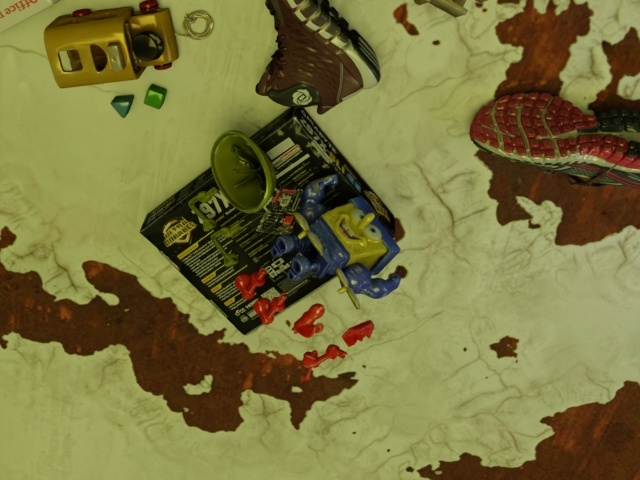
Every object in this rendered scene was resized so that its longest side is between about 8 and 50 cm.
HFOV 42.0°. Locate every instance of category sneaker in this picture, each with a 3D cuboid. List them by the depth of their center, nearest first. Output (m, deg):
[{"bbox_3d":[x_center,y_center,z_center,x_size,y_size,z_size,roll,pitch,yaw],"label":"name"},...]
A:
[{"bbox_3d":[-0.056,-0.282,1.166,0.162,0.106,0.281,-35,113,23],"label":"sneaker"},{"bbox_3d":[0.368,-0.131,1.234,0.299,0.121,0.112,11,150,4],"label":"sneaker"}]

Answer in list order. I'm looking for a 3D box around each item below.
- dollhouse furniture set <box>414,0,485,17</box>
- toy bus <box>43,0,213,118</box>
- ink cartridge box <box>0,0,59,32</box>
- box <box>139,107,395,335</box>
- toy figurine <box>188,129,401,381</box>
[{"bbox_3d":[0.195,-0.427,0.913,0.174,0.355,0.303,25,96,-12],"label":"dollhouse furniture set"},{"bbox_3d":[-0.284,-0.272,1.177,0.191,0.104,0.202,33,116,-16],"label":"toy bus"},{"bbox_3d":[-0.457,-0.385,1.133,0.139,0.082,0.191,-23,114,14],"label":"ink cartridge box"},{"bbox_3d":[-0.081,-0.025,1.327,0.322,0.079,0.257,-35,111,19],"label":"box"},{"bbox_3d":[0.000,0.000,1.226,0.362,0.217,0.191,53,135,22],"label":"toy figurine"}]
